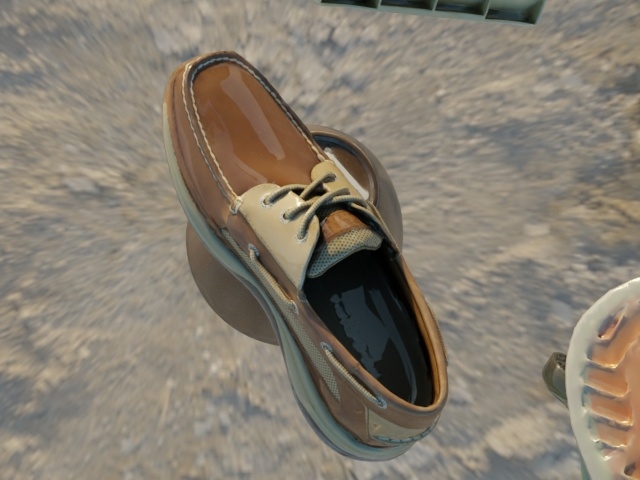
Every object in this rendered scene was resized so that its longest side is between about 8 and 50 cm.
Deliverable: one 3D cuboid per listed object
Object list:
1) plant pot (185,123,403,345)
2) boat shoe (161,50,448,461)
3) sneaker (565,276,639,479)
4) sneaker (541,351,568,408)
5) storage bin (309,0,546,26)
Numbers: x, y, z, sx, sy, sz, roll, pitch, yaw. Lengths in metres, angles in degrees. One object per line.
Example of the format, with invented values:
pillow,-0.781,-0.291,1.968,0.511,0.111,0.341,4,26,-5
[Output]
plant pot,-0.012,-0.022,1.772,0.215,0.230,0.215,1,79,-7
boat shoe,0.000,0.000,1.359,0.123,0.116,0.324,-31,88,-28
sneaker,0.173,0.166,0.817,0.108,0.121,0.302,-9,82,11
sneaker,0.268,0.189,1.734,0.192,0.064,0.086,34,111,0
storage bin,0.096,-0.337,1.709,0.262,0.123,0.260,1,105,-33
